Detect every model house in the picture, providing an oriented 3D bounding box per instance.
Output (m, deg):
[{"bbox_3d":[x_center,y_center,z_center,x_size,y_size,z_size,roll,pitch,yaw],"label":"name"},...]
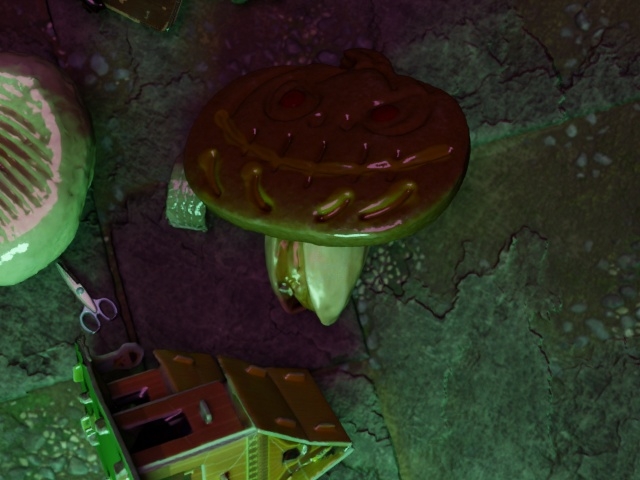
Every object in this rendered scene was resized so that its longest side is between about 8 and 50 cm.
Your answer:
[{"bbox_3d":[-0.145,0.301,1.489,0.323,0.340,0.300,-16,45,-20],"label":"model house"}]

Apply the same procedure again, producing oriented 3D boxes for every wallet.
[{"bbox_3d":[-0.278,-0.376,1.542,0.176,0.026,0.095,27,102,17],"label":"wallet"}]

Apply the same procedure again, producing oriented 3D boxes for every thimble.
[{"bbox_3d":[-0.184,-0.068,1.517,0.062,0.084,0.110,11,102,6],"label":"thimble"}]

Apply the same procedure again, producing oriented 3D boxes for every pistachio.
[{"bbox_3d":[0.000,0.000,1.480,0.157,0.157,0.229,9,92,4],"label":"pistachio"}]

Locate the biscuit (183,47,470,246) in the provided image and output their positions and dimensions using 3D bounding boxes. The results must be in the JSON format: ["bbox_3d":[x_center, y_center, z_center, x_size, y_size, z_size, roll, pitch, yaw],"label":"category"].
[{"bbox_3d":[0.010,-0.144,1.424,0.394,0.070,0.350,6,53,19],"label":"biscuit"}]

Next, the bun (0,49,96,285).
[{"bbox_3d":[-0.473,-0.106,1.465,0.349,0.227,0.352,33,93,4],"label":"bun"}]

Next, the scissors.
[{"bbox_3d":[-0.351,0.078,1.558,0.058,0.014,0.119,-36,89,-2],"label":"scissors"}]

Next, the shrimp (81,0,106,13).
[{"bbox_3d":[-0.444,-0.392,1.549,0.290,0.054,0.222,41,94,13],"label":"shrimp"}]

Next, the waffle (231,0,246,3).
[{"bbox_3d":[-0.104,-0.501,1.538,0.292,0.056,0.309,-11,90,3],"label":"waffle"}]
